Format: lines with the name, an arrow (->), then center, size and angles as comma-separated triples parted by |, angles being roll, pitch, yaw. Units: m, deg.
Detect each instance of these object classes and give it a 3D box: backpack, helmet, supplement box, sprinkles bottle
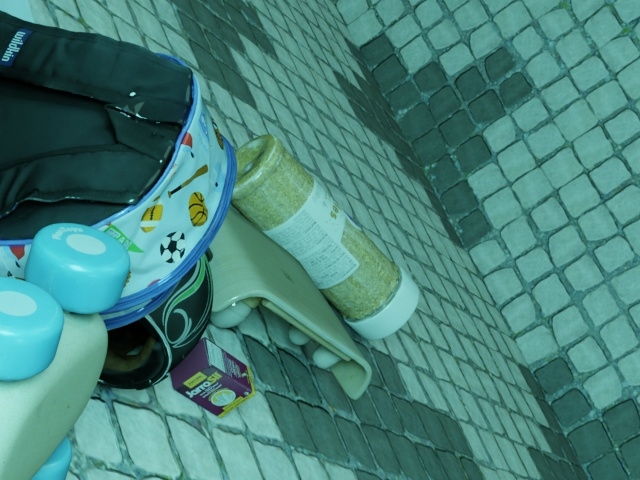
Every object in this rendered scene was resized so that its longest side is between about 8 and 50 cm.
backpack -> -0.207, -0.042, 1.074 | 0.213, 0.263, 0.276 | 53, 43, -45
helmet -> -0.184, 0.045, 1.241 | 0.169, 0.169, 0.161 | 47, 35, -25
supplement box -> -0.119, 0.152, 1.397 | 0.083, 0.055, 0.043 | 39, 24, -41
sprinkles bottle -> 0.000, 0.000, 1.893 | 0.355, 0.121, 0.121 | 46, 19, -28

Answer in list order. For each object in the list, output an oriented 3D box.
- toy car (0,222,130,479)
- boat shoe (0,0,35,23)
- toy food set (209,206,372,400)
toy car -> -0.293, 0.082, 0.912 | 0.238, 0.219, 0.210 | 23, 24, 7
boat shoe -> -0.396, -0.285, 1.318 | 0.084, 0.095, 0.258 | 12, -38, 50
toy food set -> -0.076, 0.075, 1.638 | 0.306, 0.092, 0.219 | 39, 11, -45
